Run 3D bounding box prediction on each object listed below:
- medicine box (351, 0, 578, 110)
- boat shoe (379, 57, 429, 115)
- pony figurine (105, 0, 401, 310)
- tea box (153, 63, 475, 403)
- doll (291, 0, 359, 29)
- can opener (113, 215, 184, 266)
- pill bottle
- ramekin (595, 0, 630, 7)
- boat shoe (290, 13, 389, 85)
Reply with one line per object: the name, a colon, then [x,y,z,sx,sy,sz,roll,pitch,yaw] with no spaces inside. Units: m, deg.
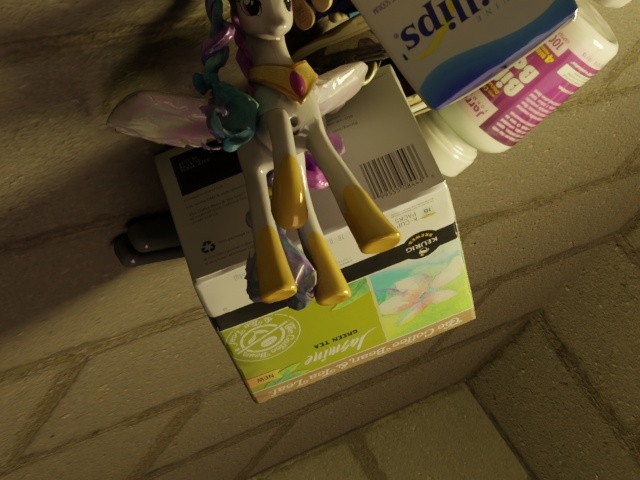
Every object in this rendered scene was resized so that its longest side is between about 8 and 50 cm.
medicine box: [0.079,-0.271,1.199,0.149,0.289,0.263,-35,-177,9]
boat shoe: [0.130,-0.228,1.806,0.302,0.113,0.103,-35,168,4]
pony figurine: [-0.050,-0.114,1.452,0.303,0.363,0.351,-11,164,-18]
tea box: [0.000,0.000,1.772,0.329,0.220,0.323,-22,145,0]
doll: [0.048,-0.291,1.607,0.189,0.046,0.129,-21,168,-42]
can opener: [-0.165,0.001,1.932,0.280,0.093,0.074,-5,147,-49]
pill bottle: [0.258,-0.232,1.931,0.301,0.169,0.169,-43,160,23]
ramekin: [0.395,-0.399,1.638,0.273,0.127,0.273,-45,-178,2]
boat shoe: [0.036,-0.220,1.633,0.080,0.073,0.223,-19,177,-35]
